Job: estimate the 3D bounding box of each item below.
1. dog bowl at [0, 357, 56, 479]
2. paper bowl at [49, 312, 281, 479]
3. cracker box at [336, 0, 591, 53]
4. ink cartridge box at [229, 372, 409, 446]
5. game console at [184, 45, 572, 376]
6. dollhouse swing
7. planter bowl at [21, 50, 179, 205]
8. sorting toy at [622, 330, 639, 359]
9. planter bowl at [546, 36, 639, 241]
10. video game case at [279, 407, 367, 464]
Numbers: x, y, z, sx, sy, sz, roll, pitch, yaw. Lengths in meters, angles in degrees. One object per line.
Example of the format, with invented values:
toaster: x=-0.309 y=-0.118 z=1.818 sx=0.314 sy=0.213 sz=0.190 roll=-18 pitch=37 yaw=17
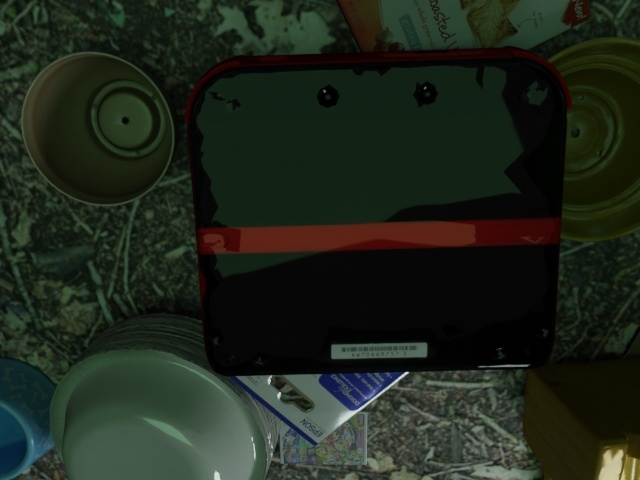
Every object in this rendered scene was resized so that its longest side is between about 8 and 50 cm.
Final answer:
dog bowl: x=-0.503 y=0.271 z=0.875 sx=0.297 sy=0.074 sz=0.165 roll=-20 pitch=106 yaw=7
paper bowl: x=-0.200 y=0.247 z=0.800 sx=0.285 sy=0.148 sz=0.284 roll=3 pitch=114 yaw=7
cracker box: x=0.144 y=-0.250 z=0.654 sx=0.232 sy=0.067 sz=0.155 roll=-26 pitch=132 yaw=10
ink cartridge box: x=0.074 y=0.076 z=0.761 sx=0.371 sy=0.069 sz=0.176 roll=-41 pitch=116 yaw=6
game console: x=0.059 y=-0.021 z=0.668 sx=0.387 sy=0.060 sz=0.341 roll=-2 pitch=107 yaw=2
dollhouse swing: x=0.448 y=0.304 z=0.748 sx=0.347 sy=0.315 sz=0.304 roll=-4 pitch=97 yaw=1
planter bowl: x=-0.231 y=-0.131 z=0.716 sx=0.162 sy=0.109 sz=0.162 roll=1 pitch=109 yaw=2
sorting toy: x=0.428 y=0.155 z=0.834 sx=0.062 sy=0.012 sz=0.083 roll=22 pitch=107 yaw=-2
planter bowl: x=0.297 y=-0.114 z=0.711 sx=0.217 sy=0.090 sz=0.217 roll=1 pitch=109 yaw=2
video game case: x=0.004 y=0.273 z=0.889 sx=0.122 sy=0.011 sz=0.087 roll=0 pitch=108 yaw=2
